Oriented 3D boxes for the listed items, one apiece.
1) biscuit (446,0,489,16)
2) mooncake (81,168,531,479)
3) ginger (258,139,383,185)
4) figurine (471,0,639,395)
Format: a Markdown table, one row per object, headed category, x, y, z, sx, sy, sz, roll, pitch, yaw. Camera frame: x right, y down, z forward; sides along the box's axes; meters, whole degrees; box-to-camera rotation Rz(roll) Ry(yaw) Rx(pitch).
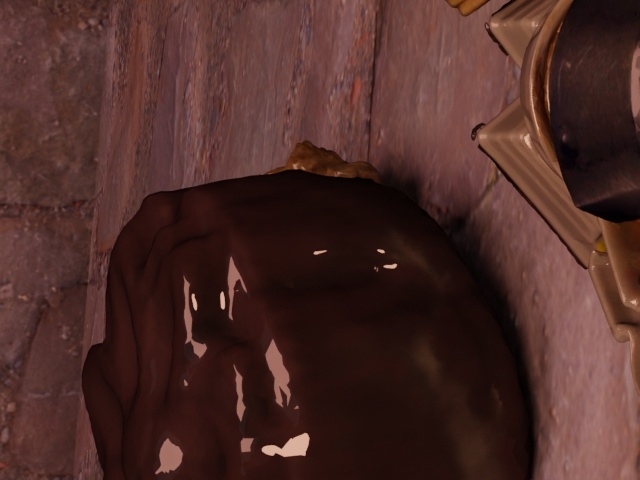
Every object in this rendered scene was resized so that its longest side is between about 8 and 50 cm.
| category | x | y | z | sx | sy | sz | roll | pitch | yaw |
| --- | --- | --- | --- | --- | --- | --- | --- | --- | --- |
| biscuit | 0.147 | -0.213 | 0.938 | 0.239 | 0.041 | 0.212 | -54 | 5 | -4 |
| mooncake | -0.036 | 0.133 | 1.237 | 0.350 | 0.212 | 0.381 | -122 | 36 | -48 |
| ginger | 0.000 | 0.000 | 1.419 | 0.216 | 0.102 | 0.157 | -18 | 94 | 66 |
| figurine | 0.168 | -0.069 | 0.830 | 0.308 | 0.143 | 0.308 | 168 | 90 | -82 |
